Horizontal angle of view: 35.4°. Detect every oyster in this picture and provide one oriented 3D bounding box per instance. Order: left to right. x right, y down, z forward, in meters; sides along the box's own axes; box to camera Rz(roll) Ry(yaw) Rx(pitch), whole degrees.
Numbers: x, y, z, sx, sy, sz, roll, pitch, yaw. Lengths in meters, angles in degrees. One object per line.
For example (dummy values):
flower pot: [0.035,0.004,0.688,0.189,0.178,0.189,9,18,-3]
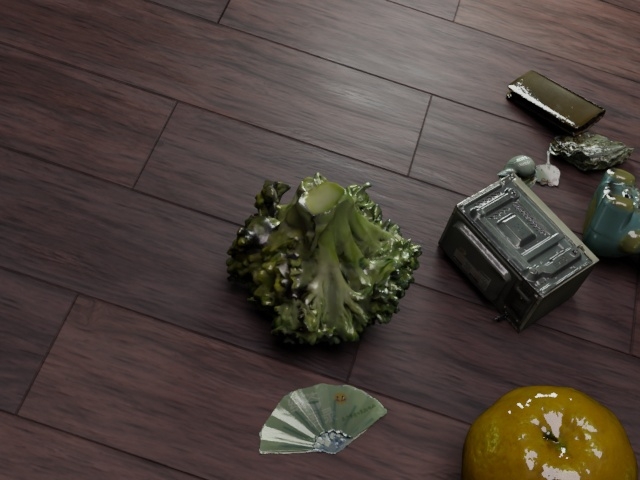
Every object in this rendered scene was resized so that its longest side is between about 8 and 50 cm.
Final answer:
oyster: [0.581,-0.192,2.152,0.177,0.064,0.125,13,38,10]

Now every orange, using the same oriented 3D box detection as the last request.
orange: [0.362,0.369,1.598,0.279,0.235,0.279,-2,52,3]

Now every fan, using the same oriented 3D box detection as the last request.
fan: [-0.002,0.306,1.710,0.240,0.009,0.131,-15,58,-21]
fan: [0.480,-0.153,2.121,0.056,0.004,0.083,7,68,-5]

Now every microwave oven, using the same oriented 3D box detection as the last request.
microwave oven: [0.368,0.022,1.904,0.194,0.145,0.240,-27,65,-30]

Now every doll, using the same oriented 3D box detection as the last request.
doll: [0.658,-0.013,1.976,0.261,0.161,0.177,20,32,5]

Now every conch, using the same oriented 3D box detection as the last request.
conch: [0.408,-0.134,2.075,0.085,0.056,0.076,-25,79,7]

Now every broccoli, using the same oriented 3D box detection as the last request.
broccoli: [0.002,0.019,1.790,0.334,0.272,0.324,-22,23,-17]

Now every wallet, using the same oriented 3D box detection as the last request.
wallet: [0.515,-0.305,2.206,0.110,0.031,0.198,-34,56,-31]
